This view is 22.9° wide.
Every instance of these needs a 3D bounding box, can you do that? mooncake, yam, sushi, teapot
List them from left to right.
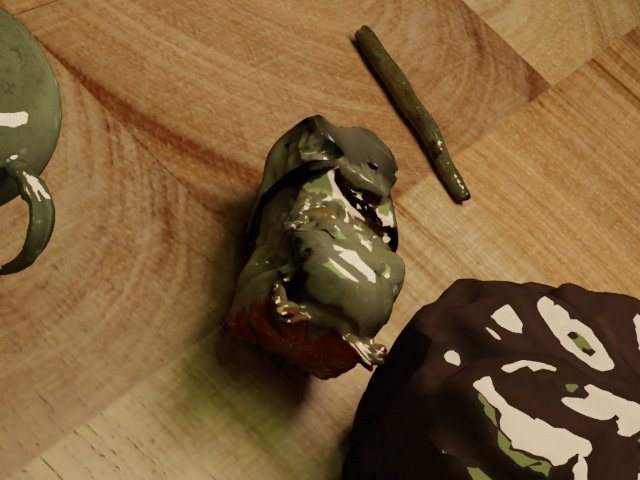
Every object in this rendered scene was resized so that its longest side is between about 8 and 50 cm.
[{"bbox_3d":[-0.286,-0.098,1.143,0.193,0.129,0.294,-16,64,-51],"label":"teapot"},{"bbox_3d":[0.000,0.000,1.297,0.124,0.130,0.332,29,35,-16],"label":"sushi"},{"bbox_3d":[0.097,-0.132,1.635,0.027,0.029,0.234,-18,62,-21],"label":"yam"},{"bbox_3d":[0.194,0.194,1.209,0.350,0.212,0.381,25,34,-10],"label":"mooncake"}]
